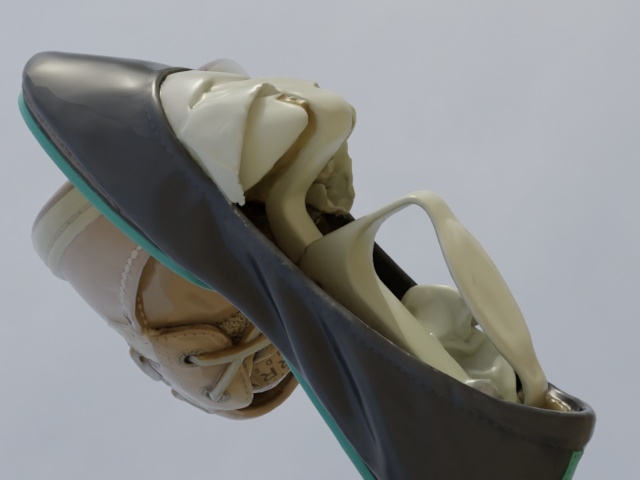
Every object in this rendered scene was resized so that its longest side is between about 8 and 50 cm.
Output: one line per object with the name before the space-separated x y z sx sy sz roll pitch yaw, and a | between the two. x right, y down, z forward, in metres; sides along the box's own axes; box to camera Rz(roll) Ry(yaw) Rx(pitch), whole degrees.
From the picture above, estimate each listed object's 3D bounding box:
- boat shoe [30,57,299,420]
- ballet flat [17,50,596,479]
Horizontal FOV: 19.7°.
boat shoe | -0.044 0.014 0.854 0.121 0.110 0.341 -41 -10 -6
ballet flat | 0.000 0.000 0.518 0.074 0.203 0.074 -40 -15 -13
